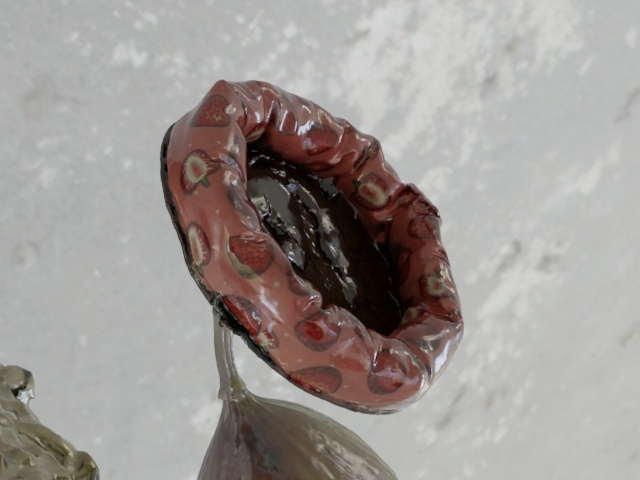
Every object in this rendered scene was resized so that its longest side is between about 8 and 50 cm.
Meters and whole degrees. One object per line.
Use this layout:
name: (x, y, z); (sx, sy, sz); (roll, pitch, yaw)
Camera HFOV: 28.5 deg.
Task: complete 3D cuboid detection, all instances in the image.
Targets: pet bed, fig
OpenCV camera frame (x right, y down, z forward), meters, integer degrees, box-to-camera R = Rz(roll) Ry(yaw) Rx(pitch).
pet bed: (0.000, 0.000, 0.648); (0.053, 0.201, 0.201); (-39, 153, 30)
fig: (-0.048, 0.202, 1.191); (0.217, 0.217, 0.321); (-27, 102, -29)

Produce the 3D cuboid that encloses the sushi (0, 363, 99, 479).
sushi: (-0.270, 0.145, 0.780); (0.171, 0.350, 0.211); (-53, 137, 2)
